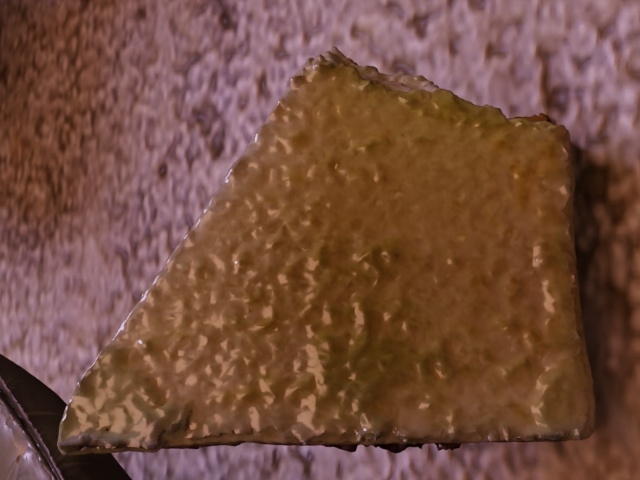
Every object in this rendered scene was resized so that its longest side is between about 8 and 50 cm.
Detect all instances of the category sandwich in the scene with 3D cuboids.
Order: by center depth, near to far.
[{"bbox_3d":[0.000,0.000,0.411,0.193,0.058,0.162,-3,79,1],"label":"sandwich"}]

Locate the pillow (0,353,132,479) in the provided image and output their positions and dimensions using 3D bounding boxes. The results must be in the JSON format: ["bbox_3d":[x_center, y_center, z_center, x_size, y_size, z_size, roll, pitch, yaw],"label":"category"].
[{"bbox_3d":[-0.063,0.184,0.434,0.075,0.185,0.302,-30,56,-19],"label":"pillow"}]
